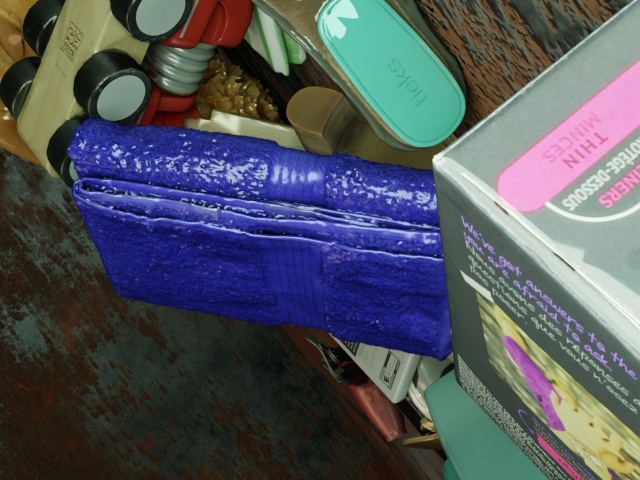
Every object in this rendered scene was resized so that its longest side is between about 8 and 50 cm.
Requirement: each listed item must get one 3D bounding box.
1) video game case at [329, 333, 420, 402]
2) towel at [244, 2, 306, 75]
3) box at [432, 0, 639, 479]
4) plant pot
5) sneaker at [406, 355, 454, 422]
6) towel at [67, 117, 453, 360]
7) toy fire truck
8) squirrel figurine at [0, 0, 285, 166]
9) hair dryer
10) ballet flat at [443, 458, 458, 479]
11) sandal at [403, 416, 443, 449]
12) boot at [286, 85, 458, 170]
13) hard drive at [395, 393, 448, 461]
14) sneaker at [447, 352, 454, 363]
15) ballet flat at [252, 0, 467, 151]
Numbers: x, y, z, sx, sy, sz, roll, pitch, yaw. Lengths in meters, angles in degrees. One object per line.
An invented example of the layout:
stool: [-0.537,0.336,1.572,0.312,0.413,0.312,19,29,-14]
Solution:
video game case: [0.061,0.066,1.285,0.173,0.022,0.190,45,138,31]
towel: [-0.133,-0.315,0.987,0.325,0.038,0.248,49,170,22]
box: [0.157,0.021,0.471,0.143,0.165,0.270,47,170,22]
plant pot: [0.209,0.213,1.032,0.234,0.166,0.165,54,175,38]
sneaker: [0.196,0.200,1.285,0.271,0.100,0.108,53,145,10]
towel: [-0.035,0.013,0.871,0.308,0.076,0.227,10,147,9]
toy fire truck: [-0.108,-0.142,0.950,0.246,0.217,0.158,-3,-140,-48]
squirrel figurine: [-0.185,-0.170,1.170,0.397,0.281,0.370,36,172,-6]
hair dryer: [0.051,0.221,1.828,0.293,0.080,0.223,52,-157,-25]
ballet flat: [0.248,0.334,1.527,0.086,0.086,0.248,52,167,-7]
sandal: [0.190,0.245,1.551,0.088,0.079,0.240,10,165,-17]
boot: [0.073,-0.053,0.941,0.197,0.073,0.152,35,174,34]
hard drive: [0.169,0.263,1.720,0.254,0.054,0.172,50,171,9]
sneaker: [0.175,0.087,0.976,0.115,0.105,0.281,13,-163,-44]
ballet flat: [-0.003,-0.174,0.734,0.280,0.095,0.096,55,-178,-26]
